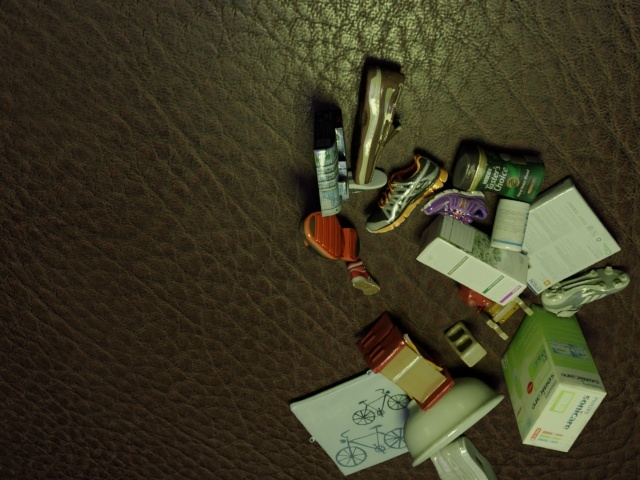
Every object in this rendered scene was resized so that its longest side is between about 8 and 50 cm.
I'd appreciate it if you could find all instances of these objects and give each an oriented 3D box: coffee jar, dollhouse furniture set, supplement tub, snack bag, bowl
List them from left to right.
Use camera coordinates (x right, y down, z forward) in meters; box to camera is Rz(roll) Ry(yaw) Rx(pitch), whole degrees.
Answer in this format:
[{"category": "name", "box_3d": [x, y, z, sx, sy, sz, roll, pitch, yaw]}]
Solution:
[{"category": "snack bag", "box_3d": [0.120, 0.494, 2.100, 0.323, 0.037, 0.342, -26, 121, 16]}, {"category": "dollhouse furniture set", "box_3d": [0.296, 0.212, 1.864, 0.374, 0.152, 0.201, -45, 115, 7]}, {"category": "bowl", "box_3d": [0.316, 0.440, 1.968, 0.298, 0.298, 0.134, -48, 69, 27]}, {"category": "coffee jar", "box_3d": [0.376, -0.144, 1.633, 0.184, 0.079, 0.096, 9, 123, -6]}, {"category": "supplement tub", "box_3d": [0.414, -0.033, 1.670, 0.071, 0.071, 0.107, 11, 93, -8]}]

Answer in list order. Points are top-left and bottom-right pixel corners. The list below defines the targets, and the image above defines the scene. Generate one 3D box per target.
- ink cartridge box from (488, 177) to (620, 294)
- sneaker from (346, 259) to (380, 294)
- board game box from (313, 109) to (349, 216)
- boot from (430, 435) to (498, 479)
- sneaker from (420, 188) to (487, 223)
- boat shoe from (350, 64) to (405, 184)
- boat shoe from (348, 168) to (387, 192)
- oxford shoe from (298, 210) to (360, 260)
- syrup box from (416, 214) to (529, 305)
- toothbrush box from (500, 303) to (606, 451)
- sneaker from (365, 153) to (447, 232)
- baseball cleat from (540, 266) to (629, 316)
[{"category": "ink cartridge box", "box_3d": [0.530, -0.005, 1.749, 0.224, 0.045, 0.223, -33, 118, 23]}, {"category": "sneaker", "box_3d": [0.102, 0.087, 1.820, 0.042, 0.067, 0.118, -29, 150, 16]}, {"category": "board game box", "box_3d": [0.026, -0.139, 1.558, 0.060, 0.194, 0.194, -6, 122, 4]}, {"category": "boot", "box_3d": [0.416, 0.668, 2.200, 0.123, 0.095, 0.258, -26, 113, 24]}, {"category": "sneaker", "box_3d": [0.296, -0.069, 1.650, 0.170, 0.071, 0.068, -4, 156, -27]}, {"category": "boat shoe", "box_3d": [0.123, -0.227, 1.567, 0.095, 0.095, 0.257, 2, 125, -9]}, {"category": "boat shoe", "box_3d": [0.074, -0.126, 1.668, 0.142, 0.049, 0.040, -4, 155, 1]}, {"category": "oxford shoe", "box_3d": [0.000, 0.000, 1.653, 0.098, 0.096, 0.271, -2, 166, 21]}, {"category": "syrup box", "box_3d": [0.345, 0.042, 1.720, 0.237, 0.093, 0.096, 28, 137, -9]}, {"category": "toothbrush box", "box_3d": [0.549, 0.324, 1.835, 0.122, 0.283, 0.206, 12, 125, -9]}, {"category": "sneaker", "box_3d": [0.172, -0.103, 1.664, 0.215, 0.084, 0.083, -43, 114, 14]}, {"category": "baseball cleat", "box_3d": [0.635, 0.126, 1.839, 0.206, 0.072, 0.109, -11, 138, 13]}]
